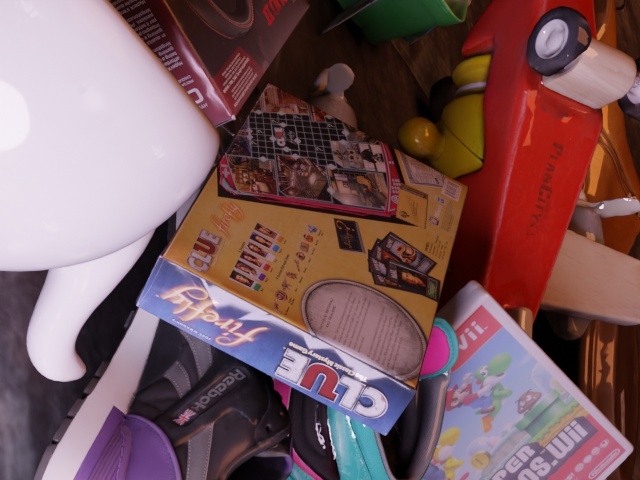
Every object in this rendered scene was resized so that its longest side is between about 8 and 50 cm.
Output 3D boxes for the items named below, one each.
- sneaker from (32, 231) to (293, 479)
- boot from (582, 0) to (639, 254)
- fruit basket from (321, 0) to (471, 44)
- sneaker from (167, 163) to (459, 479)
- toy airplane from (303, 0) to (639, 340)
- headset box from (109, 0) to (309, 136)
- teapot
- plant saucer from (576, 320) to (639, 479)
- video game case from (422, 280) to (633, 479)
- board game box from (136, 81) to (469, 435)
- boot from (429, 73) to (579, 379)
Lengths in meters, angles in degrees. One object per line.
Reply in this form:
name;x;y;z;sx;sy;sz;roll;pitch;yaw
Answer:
sneaker;-0.069;0.101;0.809;0.283;0.124;0.107;-67;175;-47
boot;0.304;-0.132;1.500;0.211;0.104;0.295;41;56;-41
fruit basket;0.178;-0.348;1.375;0.165;0.353;0.327;56;28;-23
sneaker;0.001;0.064;0.936;0.123;0.178;0.296;10;63;-60
toy airplane;0.137;-0.018;1.221;0.384;0.272;0.386;-33;115;-25
headset box;-0.130;-0.208;0.958;0.293;0.110;0.218;60;27;-20
teapot;-0.190;-0.076;0.684;0.256;0.187;0.252;50;-1;15
plant saucer;0.340;0.173;1.567;0.278;0.041;0.278;0;90;-70
video game case;0.123;0.176;1.089;0.285;0.204;0.025;43;3;-42
board game box;0.000;0.000;0.855;0.165;0.042;0.243;28;33;-3
boot;0.224;-0.013;1.503;0.338;0.118;0.223;48;38;-29
